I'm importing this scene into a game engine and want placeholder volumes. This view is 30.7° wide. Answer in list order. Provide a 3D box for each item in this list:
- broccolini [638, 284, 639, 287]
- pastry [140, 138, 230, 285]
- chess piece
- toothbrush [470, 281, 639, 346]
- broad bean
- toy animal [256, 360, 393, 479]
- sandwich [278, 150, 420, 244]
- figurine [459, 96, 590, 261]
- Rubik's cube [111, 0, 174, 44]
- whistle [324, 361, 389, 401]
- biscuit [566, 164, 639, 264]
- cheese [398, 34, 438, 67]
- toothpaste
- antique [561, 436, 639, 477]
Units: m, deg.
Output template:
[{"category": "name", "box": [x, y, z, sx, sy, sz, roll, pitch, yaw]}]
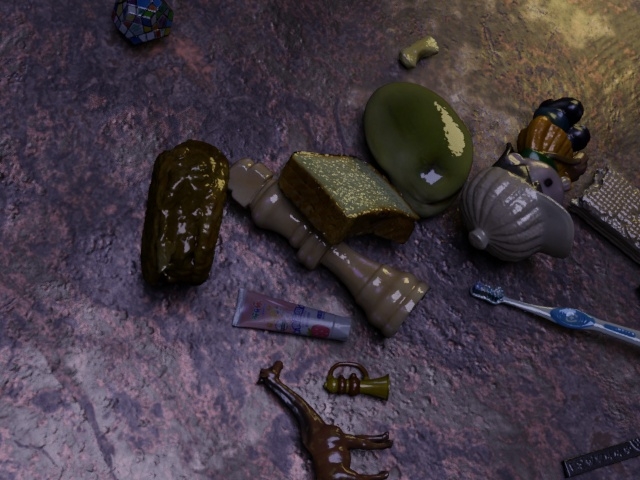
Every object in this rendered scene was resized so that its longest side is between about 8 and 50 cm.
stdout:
[{"category": "broccolini", "box": [0.634, 0.166, 2.096, 0.091, 0.068, 0.202, -18, 61, -23]}, {"category": "pastry", "box": [-0.211, -0.042, 1.879, 0.132, 0.235, 0.240, 7, 80, -15]}, {"category": "chess piece", "box": [0.000, 0.000, 1.979, 0.397, 0.117, 0.117, 39, 67, 6]}, {"category": "toothbrush", "box": [0.449, 0.141, 2.045, 0.386, 0.040, 0.040, 18, 67, 1]}, {"category": "broad bean", "box": [0.179, -0.176, 2.076, 0.189, 0.121, 0.263, -15, 72, -17]}, {"category": "toy animal", "box": [0.007, 0.307, 1.891, 0.230, 0.066, 0.224, 9, 57, -11]}, {"category": "sandwich", "box": [0.045, -0.071, 1.962, 0.186, 0.065, 0.215, 47, 28, 25]}, {"category": "figurine", "box": [0.364, -0.107, 2.080, 0.205, 0.185, 0.332, -7, 41, 26]}, {"category": "Rubik's cube", "box": [-0.314, -0.397, 2.061, 0.111, 0.111, 0.093, -17, 100, -18]}, {"category": "whistle", "box": [0.062, 0.232, 1.942, 0.109, 0.046, 0.057, 9, 83, -3]}, {"category": "biscuit", "box": [0.577, -0.031, 2.141, 0.239, 0.062, 0.108, 39, 67, 4]}, {"category": "cheese", "box": [0.185, -0.352, 2.189, 0.083, 0.030, 0.044, -36, 75, -27]}, {"category": "toothpaste", "box": [-0.047, 0.130, 1.958, 0.195, 0.043, 0.067, 11, 71, -2]}, {"category": "antique", "box": [0.503, 0.368, 2.002, 0.192, 0.015, 0.031, -13, 73, -17]}]
